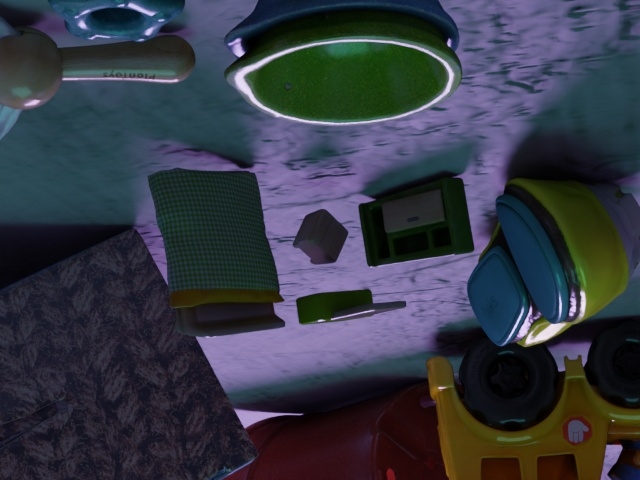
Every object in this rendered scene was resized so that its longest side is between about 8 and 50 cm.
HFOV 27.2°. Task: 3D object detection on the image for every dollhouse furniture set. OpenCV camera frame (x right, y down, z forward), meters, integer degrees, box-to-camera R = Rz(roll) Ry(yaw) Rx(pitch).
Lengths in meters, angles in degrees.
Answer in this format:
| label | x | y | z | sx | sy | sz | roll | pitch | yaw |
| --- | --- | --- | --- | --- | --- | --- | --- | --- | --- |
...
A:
| label | x | y | z | sx | sy | sz | roll | pitch | yaw |
| --- | --- | --- | --- | --- | --- | --- | --- | --- | --- |
| dollhouse furniture set | 0.000 | 0.000 | 0.605 | 0.152 | 0.076 | 0.058 | -3 | 172 | -45 |

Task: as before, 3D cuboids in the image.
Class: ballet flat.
| label | x | y | z | sx | sy | sz | roll | pitch | yaw |
| --- | --- | --- | --- | --- | --- | --- | --- | --- | --- |
| ballet flat | 0.126 | 0.006 | 0.680 | 0.077 | 0.077 | 0.231 | -23 | 169 | -5 |

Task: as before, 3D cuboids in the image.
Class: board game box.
| label | x | y | z | sx | sy | sz | roll | pitch | yaw |
| --- | --- | --- | --- | --- | --- | --- | --- | --- | --- |
| board game box | -0.200 | 0.136 | 0.781 | 0.232 | 0.141 | 0.291 | -27 | 174 | -23 |

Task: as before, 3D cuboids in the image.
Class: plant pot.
| label | x | y | z | sx | sy | sz | roll | pitch | yaw |
| --- | --- | --- | --- | --- | --- | --- | --- | --- | --- |
| plant pot | 0.058 | 0.274 | 1.346 | 0.272 | 0.272 | 0.265 | 7 | 154 | -34 |

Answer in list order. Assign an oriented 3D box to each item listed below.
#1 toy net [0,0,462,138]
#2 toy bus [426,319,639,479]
| label | x | y | z | sx | sy | sz | roll | pitch | yaw |
| --- | --- | --- | --- | --- | --- | --- | --- | --- | --- |
| toy net | -0.077 | -0.060 | 0.414 | 0.232 | 0.045 | 0.122 | -10 | 164 | 26 |
| toy bus | 0.203 | 0.179 | 1.060 | 0.220 | 0.211 | 0.149 | -6 | 164 | 7 |
